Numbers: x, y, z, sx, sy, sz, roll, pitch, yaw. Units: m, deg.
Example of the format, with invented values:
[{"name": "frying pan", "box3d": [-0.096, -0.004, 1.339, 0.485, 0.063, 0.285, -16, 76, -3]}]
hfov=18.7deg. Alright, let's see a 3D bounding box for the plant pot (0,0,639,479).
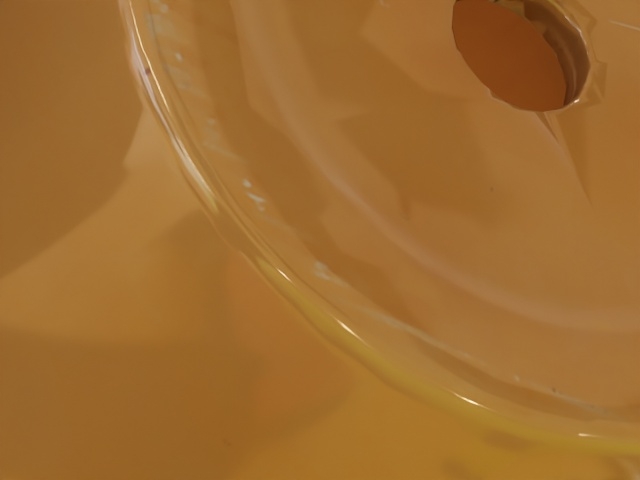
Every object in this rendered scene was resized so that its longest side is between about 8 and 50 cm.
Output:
[{"name": "plant pot", "box3d": [0.000, 0.000, 0.505, 0.291, 0.203, 0.291, 14, 57, -22]}]
